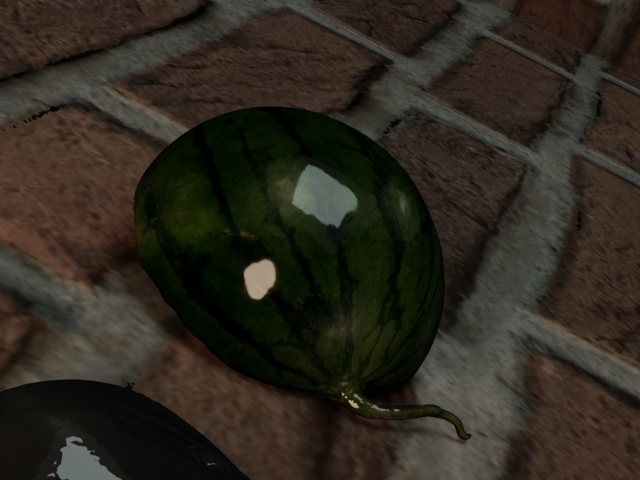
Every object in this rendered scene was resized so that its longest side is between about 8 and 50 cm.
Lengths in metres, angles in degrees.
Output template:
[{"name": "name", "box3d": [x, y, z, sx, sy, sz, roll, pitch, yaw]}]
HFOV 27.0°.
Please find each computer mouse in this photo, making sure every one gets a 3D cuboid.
[{"name": "computer mouse", "box3d": [-0.082, 0.098, 0.560, 0.172, 0.057, 0.099, 17, 20, -32]}]

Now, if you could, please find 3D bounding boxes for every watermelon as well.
[{"name": "watermelon", "box3d": [-0.004, -0.005, 0.811, 0.204, 0.127, 0.232, 18, 27, -30]}]
